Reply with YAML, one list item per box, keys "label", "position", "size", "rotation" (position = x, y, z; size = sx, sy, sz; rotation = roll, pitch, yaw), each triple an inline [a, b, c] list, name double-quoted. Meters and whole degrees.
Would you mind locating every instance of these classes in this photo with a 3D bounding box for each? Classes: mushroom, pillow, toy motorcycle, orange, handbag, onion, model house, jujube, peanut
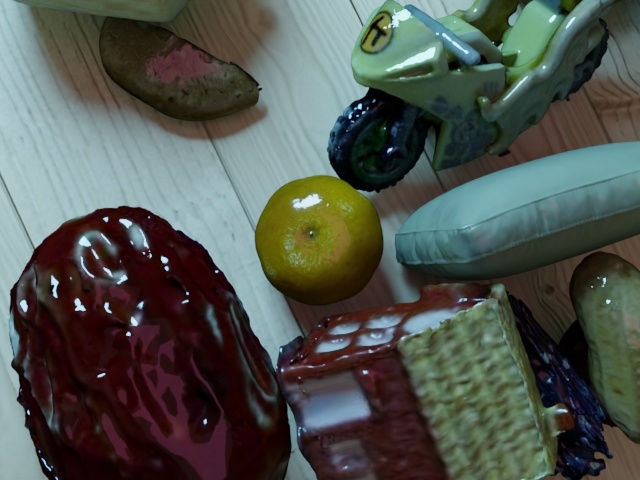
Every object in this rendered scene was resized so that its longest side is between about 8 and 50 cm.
- label: "mushroom"
  position: [-0.181, -0.202, 0.864]
  size: [0.210, 0.072, 0.094]
  rotation: [30, 88, -5]
- label: "pillow"
  position: [0.261, -0.035, 0.821]
  size: [0.323, 0.255, 0.119]
  rotation: [-15, 91, -11]
- label: "toy motorcycle"
  position: [0.188, -0.214, 0.856]
  size: [0.410, 0.236, 0.168]
  rotation: [-26, 52, -15]
- label: "orange"
  position: [0.000, 0.000, 0.844]
  size: [0.155, 0.134, 0.154]
  rotation: [-1, 85, 14]
- label: "handbag"
  position: [0.228, 0.164, 0.837]
  size: [0.113, 0.162, 0.260]
  rotation: [-33, 86, -10]
- label: "onion"
  position: [0.382, 0.153, 0.898]
  size: [0.140, 0.150, 0.150]
  rotation: [-13, 83, -52]
- label: "model house"
  position: [0.115, 0.155, 0.729]
  size: [0.254, 0.160, 0.195]
  rotation: [-16, 99, 19]
- label: "jujube"
  position: [-0.176, 0.151, 0.728]
  size: [0.259, 0.258, 0.376]
  rotation: [-30, 89, -12]
- label: "peanut"
  position: [0.336, 0.120, 0.778]
  size: [0.095, 0.108, 0.225]
  rotation: [-20, 91, -20]

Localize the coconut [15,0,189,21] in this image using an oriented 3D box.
- label: "coconut"
  position: [-0.223, -0.382, 0.770]
  size: [0.329, 0.329, 0.328]
  rotation: [1, 82, -9]
